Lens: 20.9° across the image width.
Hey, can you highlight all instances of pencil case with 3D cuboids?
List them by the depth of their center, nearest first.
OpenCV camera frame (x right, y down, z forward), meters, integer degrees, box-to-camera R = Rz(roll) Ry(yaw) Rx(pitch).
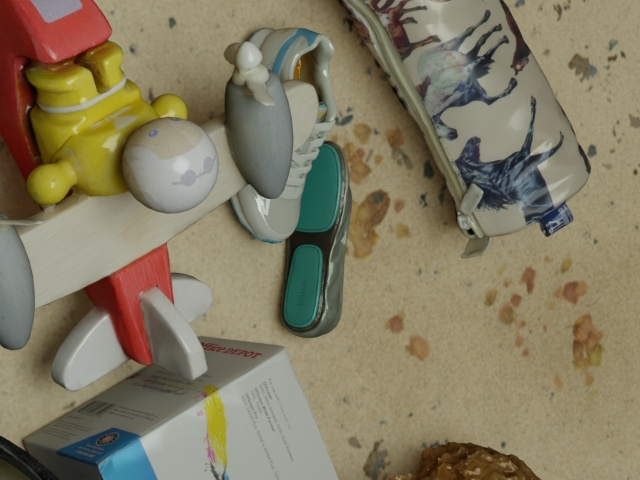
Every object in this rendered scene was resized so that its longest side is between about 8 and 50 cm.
[{"bbox_3d":[0.142,-0.188,1.896,0.183,0.160,0.410,-48,116,-37],"label":"pencil case"}]

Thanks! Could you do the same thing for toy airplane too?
[{"bbox_3d":[-0.184,-0.038,1.607,0.384,0.272,0.386,24,73,-34],"label":"toy airplane"}]

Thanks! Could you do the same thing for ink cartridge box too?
[{"bbox_3d":[-0.134,0.222,1.720,0.233,0.171,0.168,-30,108,-28],"label":"ink cartridge box"}]

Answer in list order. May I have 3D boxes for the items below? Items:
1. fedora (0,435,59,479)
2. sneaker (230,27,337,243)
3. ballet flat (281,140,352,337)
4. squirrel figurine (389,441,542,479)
[{"bbox_3d":[-0.267,0.329,1.544,0.152,0.334,0.334,-39,111,-26],"label":"fedora"},{"bbox_3d":[-0.038,-0.110,1.813,0.087,0.092,0.228,2,92,-46],"label":"sneaker"},{"bbox_3d":[0.000,0.000,1.874,0.068,0.072,0.213,13,85,-61],"label":"ballet flat"},{"bbox_3d":[0.139,0.436,1.892,0.370,0.281,0.397,-38,97,-16],"label":"squirrel figurine"}]
